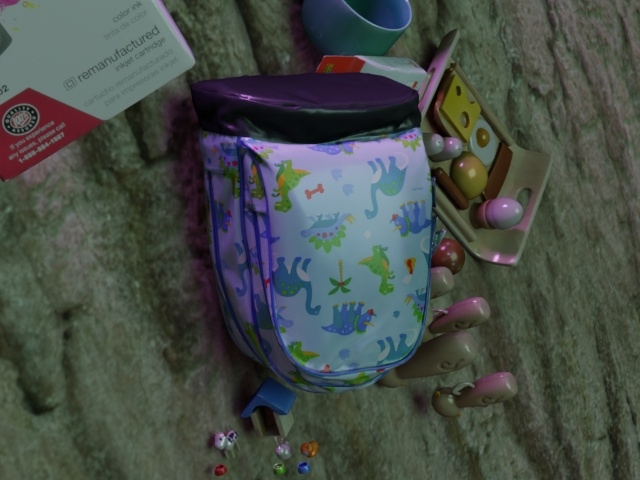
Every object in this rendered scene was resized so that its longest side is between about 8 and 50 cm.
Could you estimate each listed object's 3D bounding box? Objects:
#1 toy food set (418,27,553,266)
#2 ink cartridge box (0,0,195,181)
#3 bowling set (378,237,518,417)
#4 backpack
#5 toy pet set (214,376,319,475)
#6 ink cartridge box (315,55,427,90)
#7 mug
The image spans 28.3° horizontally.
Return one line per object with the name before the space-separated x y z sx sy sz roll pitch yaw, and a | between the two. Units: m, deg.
toy food set | 0.237 -0.134 1.887 0.306 0.092 0.219 47 54 -36
ink cartridge box | -0.292 -0.244 1.184 0.226 0.131 0.306 -32 120 1
bowling set | 0.142 0.109 1.749 0.287 0.154 0.199 43 38 -37
backpack | 0.000 0.000 1.492 0.290 0.273 0.355 -4 113 -30
toy pet set | -0.062 0.217 1.500 0.114 0.122 0.065 -59 139 -58
ink cartridge box | 0.043 -0.170 1.641 0.179 0.045 0.145 -10 138 -51
mug | 0.036 -0.301 1.659 0.129 0.097 0.157 9 50 -33
